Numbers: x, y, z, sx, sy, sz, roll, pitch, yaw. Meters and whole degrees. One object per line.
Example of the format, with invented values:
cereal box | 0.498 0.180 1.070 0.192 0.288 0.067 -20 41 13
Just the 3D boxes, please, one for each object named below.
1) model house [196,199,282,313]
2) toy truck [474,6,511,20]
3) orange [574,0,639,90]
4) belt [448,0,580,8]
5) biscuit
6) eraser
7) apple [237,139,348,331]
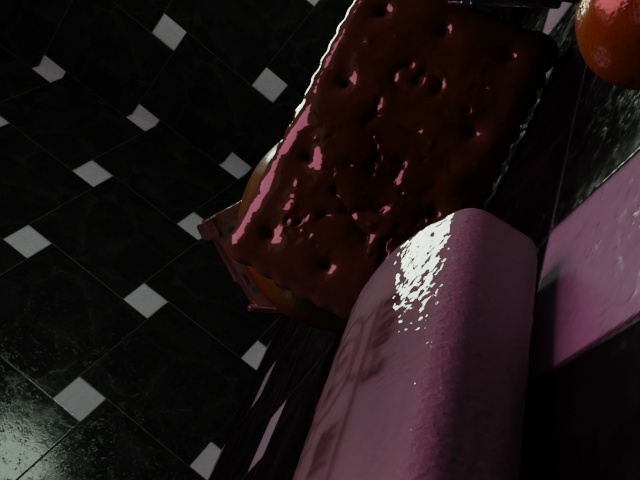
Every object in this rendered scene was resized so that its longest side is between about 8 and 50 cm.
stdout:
model house | 0.000 0.000 1.159 0.326 0.244 0.169 -29 2 -5
toy truck | 0.244 -0.360 1.085 0.259 0.128 0.135 -91 2 -80
orange | 0.176 -0.122 0.391 0.083 0.070 0.083 -58 1 2
belt | 0.144 -0.259 0.617 0.267 0.206 0.116 -126 44 -65
biscuit | 0.064 -0.085 0.684 0.325 0.217 0.044 -62 -16 -7
eraser | 0.039 0.124 0.392 0.174 0.094 0.270 -56 8 42
apple | 0.032 -0.009 0.822 0.246 0.246 0.226 -61 24 24
